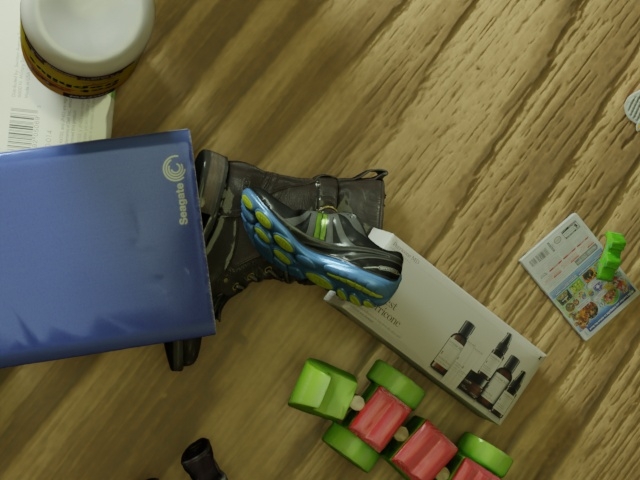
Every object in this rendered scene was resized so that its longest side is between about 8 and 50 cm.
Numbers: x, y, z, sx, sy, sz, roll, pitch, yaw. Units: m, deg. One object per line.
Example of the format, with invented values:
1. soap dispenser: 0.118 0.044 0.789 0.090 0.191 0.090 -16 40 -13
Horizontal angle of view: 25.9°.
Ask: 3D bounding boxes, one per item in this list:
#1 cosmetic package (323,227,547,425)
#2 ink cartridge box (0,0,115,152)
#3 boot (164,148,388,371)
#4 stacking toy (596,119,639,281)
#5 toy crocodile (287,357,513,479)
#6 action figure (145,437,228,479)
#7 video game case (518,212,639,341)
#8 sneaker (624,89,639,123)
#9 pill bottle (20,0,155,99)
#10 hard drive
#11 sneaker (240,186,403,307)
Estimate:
1. cosmetic package: 0.128 0.095 1.514 0.239 0.060 0.099 37 81 -21
2. ink cartridge box: -0.390 -0.164 1.434 0.354 0.119 0.207 6 88 -11
3. boot: -0.043 0.031 1.506 0.229 0.091 0.262 13 93 -17
4. stacking toy: 0.418 -0.046 1.578 0.167 0.052 0.221 11 108 -12
5. toy crocodile: 0.114 0.235 1.512 0.340 0.105 0.115 38 83 -7
6. action figure: -0.082 0.357 1.485 0.185 0.099 0.285 -33 97 -16
7. video game case: 0.297 0.042 1.596 0.087 0.011 0.122 -40 94 -9
8. sneaker: 0.422 -0.163 1.610 0.134 0.070 0.051 -10 100 20
9. pill bottle: -0.220 -0.196 1.297 0.117 0.215 0.117 0 88 -12
10. hard drive: -0.274 0.013 1.375 0.319 0.040 0.210 -8 96 -13
11. sneaker: 0.000 0.000 1.435 0.188 0.067 0.078 29 54 9
